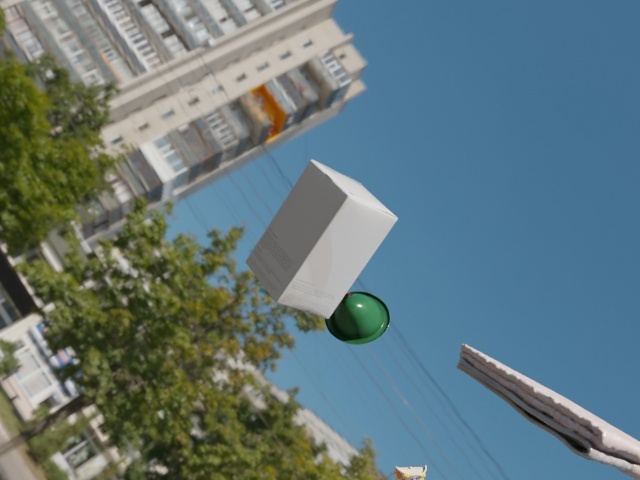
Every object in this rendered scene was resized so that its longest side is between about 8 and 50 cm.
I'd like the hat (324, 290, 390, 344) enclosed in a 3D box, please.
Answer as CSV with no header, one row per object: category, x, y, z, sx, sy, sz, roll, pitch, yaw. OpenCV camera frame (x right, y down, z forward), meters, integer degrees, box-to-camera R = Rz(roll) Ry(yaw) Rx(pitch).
hat,0.093,0.159,2.085,0.173,0.208,0.184,46,-28,31

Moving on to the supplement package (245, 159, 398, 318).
supplement package,0.000,0.000,1.802,0.175,0.293,0.177,22,18,-41

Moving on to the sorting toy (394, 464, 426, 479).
sorting toy,0.224,0.602,1.959,0.045,0.083,0.075,-120,-145,-64

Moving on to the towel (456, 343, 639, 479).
towel,0.407,0.293,1.239,0.317,0.053,0.332,29,1,-30
